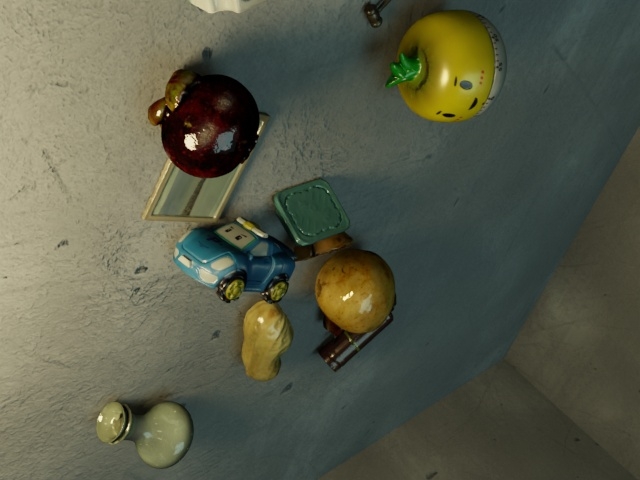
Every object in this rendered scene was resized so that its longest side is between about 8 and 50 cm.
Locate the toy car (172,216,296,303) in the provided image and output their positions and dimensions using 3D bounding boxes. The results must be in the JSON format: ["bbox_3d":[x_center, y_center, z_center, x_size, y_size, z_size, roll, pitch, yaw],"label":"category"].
[{"bbox_3d":[-0.194,0.034,1.650,0.314,0.198,0.166,9,109,-54],"label":"toy car"}]

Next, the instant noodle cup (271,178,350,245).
[{"bbox_3d":[-0.030,-0.062,1.794,0.179,0.157,0.070,-21,164,-37],"label":"instant noodle cup"}]

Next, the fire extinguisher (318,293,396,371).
[{"bbox_3d":[0.143,0.306,2.472,0.341,0.105,0.141,-43,151,-1],"label":"fire extinguisher"}]

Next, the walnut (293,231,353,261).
[{"bbox_3d":[0.000,-0.002,1.924,0.167,0.087,0.211,-21,177,11],"label":"walnut"}]

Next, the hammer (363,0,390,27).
[{"bbox_3d":[0.205,-0.594,1.563,0.292,0.029,0.058,-48,152,-1],"label":"hammer"}]

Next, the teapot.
[{"bbox_3d":[-0.471,0.511,1.901,0.183,0.183,0.251,-50,140,6],"label":"teapot"}]

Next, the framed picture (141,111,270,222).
[{"bbox_3d":[-0.244,-0.160,1.521,0.213,0.016,0.289,1,126,-52],"label":"framed picture"}]

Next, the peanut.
[{"bbox_3d":[-0.154,0.298,2.062,0.147,0.147,0.319,-25,141,-32],"label":"peanut"}]

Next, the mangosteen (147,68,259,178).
[{"bbox_3d":[-0.214,-0.216,1.314,0.209,0.210,0.210,-32,147,-24],"label":"mangosteen"}]

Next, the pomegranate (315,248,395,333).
[{"bbox_3d":[0.107,0.152,2.113,0.260,0.260,0.260,-32,147,-24],"label":"pomegranate"}]

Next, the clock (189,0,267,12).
[{"bbox_3d":[-0.105,-0.522,1.170,0.262,0.116,0.231,-33,147,-24],"label":"clock"}]

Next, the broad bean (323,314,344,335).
[{"bbox_3d":[0.057,0.228,2.294,0.114,0.084,0.165,-56,161,-47],"label":"broad bean"}]

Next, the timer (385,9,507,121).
[{"bbox_3d":[0.264,-0.402,1.646,0.285,0.285,0.285,-32,147,-24],"label":"timer"}]
